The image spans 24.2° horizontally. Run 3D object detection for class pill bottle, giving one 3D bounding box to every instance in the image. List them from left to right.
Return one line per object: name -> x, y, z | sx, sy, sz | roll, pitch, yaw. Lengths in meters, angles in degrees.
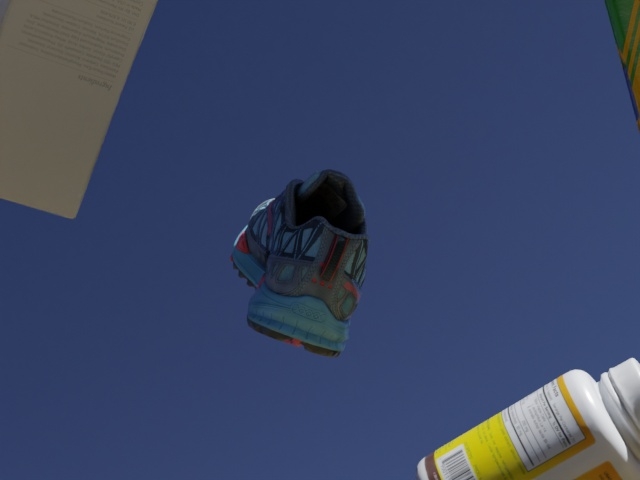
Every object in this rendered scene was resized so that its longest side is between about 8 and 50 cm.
pill bottle -> 0.198, 0.190, 1.280 | 0.215, 0.117, 0.117 | -32, -29, 11

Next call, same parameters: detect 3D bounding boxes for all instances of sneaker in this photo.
sneaker -> 0.000, 0.000, 1.221 | 0.104, 0.262, 0.125 | 21, -76, -14

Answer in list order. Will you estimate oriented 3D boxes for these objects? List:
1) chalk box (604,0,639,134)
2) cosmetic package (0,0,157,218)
chalk box -> 0.249, -0.079, 0.849 | 0.132, 0.213, 0.132 | -13, 6, 17
cosmetic package -> -0.282, -0.167, 1.335 | 0.138, 0.224, 0.225 | 15, -81, -38
